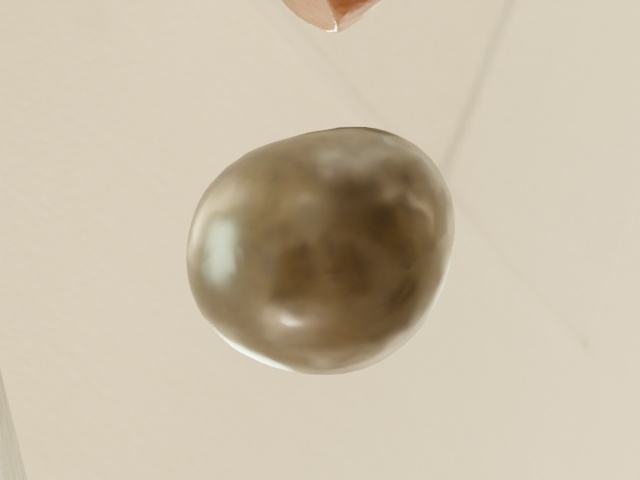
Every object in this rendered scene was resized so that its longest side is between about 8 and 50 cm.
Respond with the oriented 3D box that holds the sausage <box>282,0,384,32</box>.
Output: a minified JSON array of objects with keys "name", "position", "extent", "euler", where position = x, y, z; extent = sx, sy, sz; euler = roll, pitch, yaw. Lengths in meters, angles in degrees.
[{"name":"sausage","position":[0.071,-0.259,1.150],"extent":[0.259,0.113,0.113],"euler":[-43,-39,-8]}]

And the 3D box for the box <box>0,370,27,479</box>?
[{"name":"box","position":[-0.150,0.074,0.340],"extent":[0.369,0.190,0.112],"euler":[91,169,-48]}]

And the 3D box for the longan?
[{"name":"longan","position":[0.000,0.000,0.661],"extent":[0.113,0.113,0.092],"euler":[-56,-38,-29]}]
